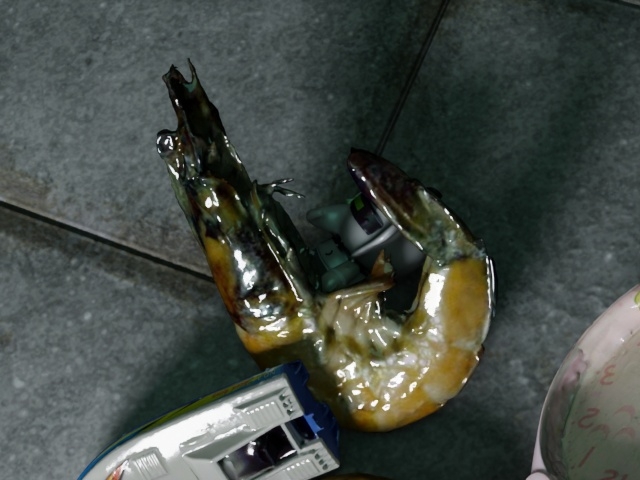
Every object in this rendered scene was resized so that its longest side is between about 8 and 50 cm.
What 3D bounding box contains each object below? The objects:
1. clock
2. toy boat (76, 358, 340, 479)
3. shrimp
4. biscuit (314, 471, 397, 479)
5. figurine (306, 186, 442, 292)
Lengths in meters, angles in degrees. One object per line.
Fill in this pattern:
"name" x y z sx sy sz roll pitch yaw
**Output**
"clock" 0.344 0.224 1.090 0.250 0.368 0.376 42 77 -19
"toy boat" -0.132 0.229 1.250 0.295 0.129 0.088 -24 26 10
"shrimp" 0.000 0.000 1.220 0.272 0.085 0.445 -29 106 21
"biscuit" 0.034 0.370 1.193 0.296 0.075 0.296 -5 67 12
"figurine" 0.051 0.004 1.331 0.192 0.147 0.126 -33 84 12
